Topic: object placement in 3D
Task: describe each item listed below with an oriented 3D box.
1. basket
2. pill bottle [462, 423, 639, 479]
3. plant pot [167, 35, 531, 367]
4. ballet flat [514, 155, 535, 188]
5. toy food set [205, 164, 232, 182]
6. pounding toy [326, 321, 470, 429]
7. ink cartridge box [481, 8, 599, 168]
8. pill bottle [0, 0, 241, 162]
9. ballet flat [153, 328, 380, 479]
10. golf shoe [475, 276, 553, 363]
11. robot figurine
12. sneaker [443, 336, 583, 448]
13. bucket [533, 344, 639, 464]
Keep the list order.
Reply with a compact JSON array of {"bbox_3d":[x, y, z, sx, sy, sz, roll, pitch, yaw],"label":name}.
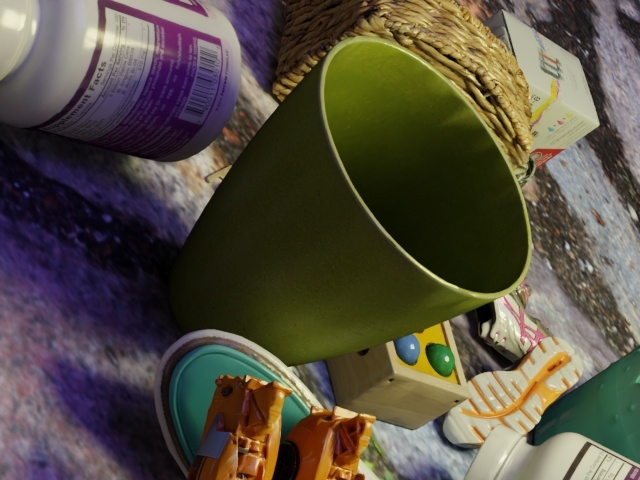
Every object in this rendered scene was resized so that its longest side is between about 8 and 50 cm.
[{"bbox_3d":[0.114,-0.217,2.137,0.299,0.213,0.223,38,35,-27],"label":"basket"},{"bbox_3d":[0.298,0.315,1.819,0.323,0.181,0.181,26,27,15],"label":"pill bottle"},{"bbox_3d":[0.000,0.000,1.686,0.275,0.293,0.274,31,40,-31],"label":"plant pot"},{"bbox_3d":[0.219,-0.098,2.313,0.188,0.070,0.070,-3,63,-55],"label":"ballet flat"},{"bbox_3d":[-0.069,-0.027,1.890,0.122,0.019,0.078,56,31,1],"label":"toy food set"},{"bbox_3d":[0.047,0.082,1.872,0.206,0.094,0.181,21,44,-44],"label":"pounding toy"},{"bbox_3d":[0.264,-0.202,2.413,0.176,0.128,0.127,25,42,-39],"label":"ink cartridge box"},{"bbox_3d":[-0.230,-0.178,1.671,0.301,0.169,0.169,13,50,-49],"label":"pill bottle"},{"bbox_3d":[-0.017,0.220,1.643,0.400,0.139,0.139,46,32,-22],"label":"ballet flat"},{"bbox_3d":[0.226,0.114,2.134,0.086,0.067,0.186,-25,85,-27],"label":"golf shoe"},{"bbox_3d":[-0.049,0.268,1.472,0.211,0.085,0.291,22,72,-38],"label":"robot figurine"},{"bbox_3d":[0.211,0.186,2.021,0.215,0.083,0.084,-24,75,-41],"label":"sneaker"},{"bbox_3d":[0.397,0.261,2.096,0.281,0.183,0.281,34,37,-31],"label":"bucket"}]
